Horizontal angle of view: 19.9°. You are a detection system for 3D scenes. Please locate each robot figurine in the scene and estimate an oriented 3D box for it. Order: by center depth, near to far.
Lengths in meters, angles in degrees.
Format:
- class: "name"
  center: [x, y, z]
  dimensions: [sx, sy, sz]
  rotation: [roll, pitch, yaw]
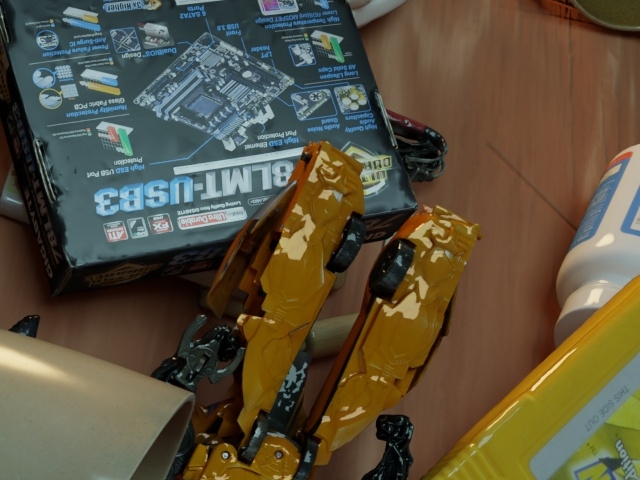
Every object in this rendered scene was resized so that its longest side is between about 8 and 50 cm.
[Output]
- class: "robot figurine"
  center: [-0.007, 0.088, 1.333]
  dimensions: [0.211, 0.085, 0.291]
  rotation: [28, 83, -15]

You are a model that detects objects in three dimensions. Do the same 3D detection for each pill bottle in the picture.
- class: "pill bottle"
  center: [0.279, 0.023, 1.609]
  dimensions: [0.124, 0.124, 0.221]
  rotation: [36, 47, -4]

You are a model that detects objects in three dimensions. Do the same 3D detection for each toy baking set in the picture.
- class: "toy baking set"
  center: [0.001, 0.006, 1.509]
  dimensions: [0.256, 0.030, 0.197]
  rotation: [-5, 61, -34]

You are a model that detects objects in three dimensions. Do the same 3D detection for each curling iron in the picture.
- class: "curling iron"
  center: [-0.007, -0.122, 1.588]
  dimensions: [0.274, 0.035, 0.068]
  rotation: [25, 31, -12]

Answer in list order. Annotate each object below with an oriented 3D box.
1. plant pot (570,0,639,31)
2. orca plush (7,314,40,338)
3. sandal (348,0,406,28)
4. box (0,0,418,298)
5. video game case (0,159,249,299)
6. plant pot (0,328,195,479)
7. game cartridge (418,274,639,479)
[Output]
- class: "plant pot"
  center: [0.314, -0.387, 1.884]
  dimensions: [0.237, 0.237, 0.254]
  rotation: [7, 41, -28]
- class: "orca plush"
  center: [-0.332, 0.025, 1.239]
  dimensions: [0.287, 0.151, 0.102]
  rotation: [12, 21, -21]
- class: "sandal"
  center: [-0.001, -0.266, 1.634]
  dimensions: [0.169, 0.102, 0.416]
  rotation: [34, 43, 9]
- class: "box"
  center: [-0.103, -0.121, 1.428]
  dimensions: [0.295, 0.073, 0.293]
  rotation: [-11, 72, -24]
- class: "video game case"
  center: [-0.135, -0.063, 1.464]
  dimensions: [0.212, 0.023, 0.193]
  rotation: [20, 49, -11]
- class: "plant pot"
  center: [-0.257, 0.146, 1.120]
  dimensions: [0.274, 0.256, 0.256]
  rotation: [27, 46, 4]
- class: "game cartridge"
  center: [0.245, 0.220, 1.415]
  dimensions: [0.323, 0.052, 0.285]
  rotation: [-39, 97, -35]
